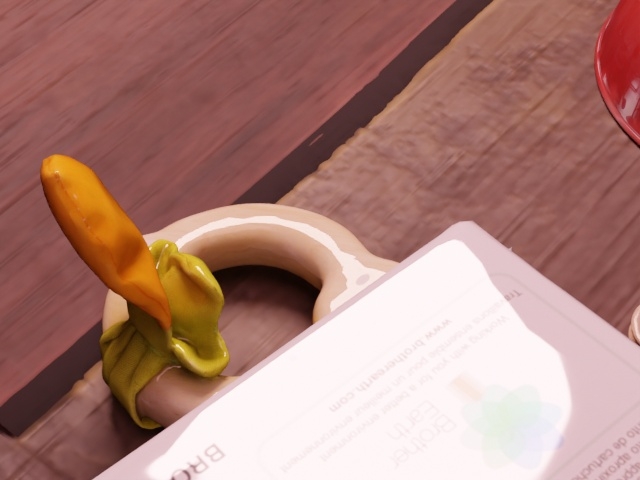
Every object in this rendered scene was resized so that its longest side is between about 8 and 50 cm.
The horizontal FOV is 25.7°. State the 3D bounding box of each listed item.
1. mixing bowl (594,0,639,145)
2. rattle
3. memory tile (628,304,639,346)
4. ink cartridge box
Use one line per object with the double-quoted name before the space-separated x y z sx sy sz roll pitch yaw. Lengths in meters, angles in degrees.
"mixing bowl" 0.237 -0.118 0.712 0.181 0.098 0.181 1 49 -1
"rattle" 0.000 0.000 0.589 0.199 0.143 0.130 -5 31 4
"memory tile" 0.172 0.091 0.589 0.113 0.012 0.148 15 52 13
"ink cartridge box" 0.083 0.207 0.384 0.270 0.151 0.395 -34 52 -24
